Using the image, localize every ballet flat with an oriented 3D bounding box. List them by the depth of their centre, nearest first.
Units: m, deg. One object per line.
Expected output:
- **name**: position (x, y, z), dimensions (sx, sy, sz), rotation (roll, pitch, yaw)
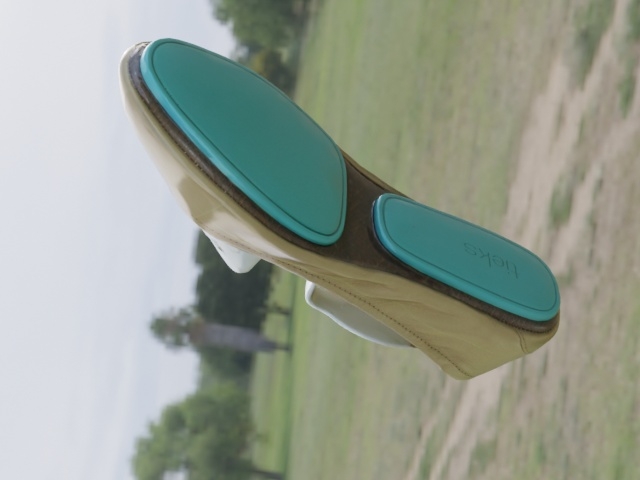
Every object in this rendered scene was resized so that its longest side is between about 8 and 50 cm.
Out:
- **ballet flat**: position (0.000, 0.000, 0.616), dimensions (0.073, 0.232, 0.080), rotation (-42, 27, 37)
